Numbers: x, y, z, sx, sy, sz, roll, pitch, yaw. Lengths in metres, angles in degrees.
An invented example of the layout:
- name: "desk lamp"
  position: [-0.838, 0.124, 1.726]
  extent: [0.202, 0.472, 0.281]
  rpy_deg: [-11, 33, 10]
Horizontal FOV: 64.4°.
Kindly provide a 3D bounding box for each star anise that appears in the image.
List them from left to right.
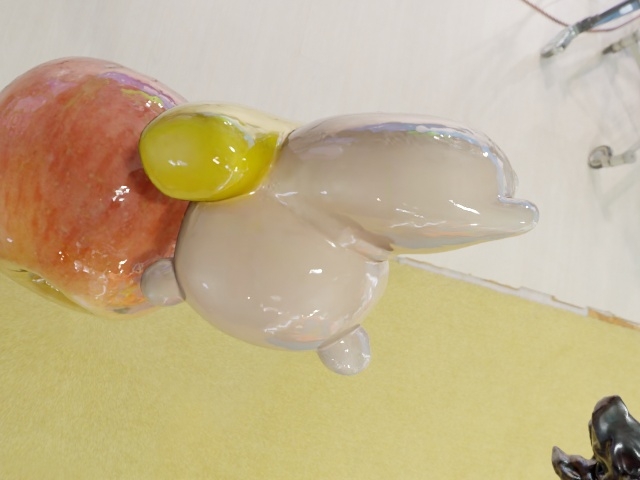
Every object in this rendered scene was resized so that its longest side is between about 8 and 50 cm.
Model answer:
- name: "star anise"
  position: [0.273, 0.283, 0.454]
  extent: [0.129, 0.212, 0.282]
  rpy_deg: [-19, 87, 11]

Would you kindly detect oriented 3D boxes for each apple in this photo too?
- name: "apple"
  position: [-0.306, -0.062, 0.732]
  extent: [0.364, 0.364, 0.363]
  rpy_deg: [3, 83, -23]

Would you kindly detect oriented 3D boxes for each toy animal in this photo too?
- name: "toy animal"
  position: [0.007, -0.002, 0.517]
  extent: [0.346, 0.277, 0.246]
  rpy_deg: [6, 96, 6]
